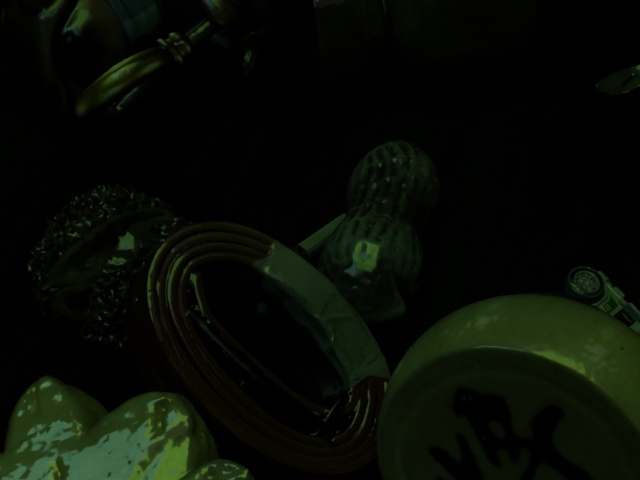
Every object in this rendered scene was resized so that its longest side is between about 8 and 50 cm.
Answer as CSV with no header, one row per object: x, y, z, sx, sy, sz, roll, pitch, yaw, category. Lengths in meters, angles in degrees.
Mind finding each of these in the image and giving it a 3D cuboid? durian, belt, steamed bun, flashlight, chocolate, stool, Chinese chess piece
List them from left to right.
-0.185,0.251,1.013,0.295,0.137,0.292,-28,59,-5,steamed bun
-0.184,0.027,1.252,0.196,0.167,0.196,19,40,-17,durian
-0.053,0.103,1.118,0.261,0.105,0.184,41,57,-1,belt
0.000,0.000,1.355,0.083,0.018,0.018,-35,55,-30,flashlight
0.061,-0.007,1.300,0.110,0.110,0.248,9,42,10,chocolate
0.106,-0.280,1.529,0.264,0.179,0.179,-10,45,-9,stool
0.171,0.167,1.012,0.257,0.257,0.104,20,31,20,Chinese chess piece

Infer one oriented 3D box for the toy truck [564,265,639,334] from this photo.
0.212,0.128,1.166,0.216,0.110,0.116,-32,65,-29,toy truck

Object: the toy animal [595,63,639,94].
0.453,-0.236,1.542,0.219,0.095,0.155,9,49,8,toy animal

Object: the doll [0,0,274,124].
-0.208,-0.269,1.533,0.340,0.209,0.318,-22,16,-23,doll
